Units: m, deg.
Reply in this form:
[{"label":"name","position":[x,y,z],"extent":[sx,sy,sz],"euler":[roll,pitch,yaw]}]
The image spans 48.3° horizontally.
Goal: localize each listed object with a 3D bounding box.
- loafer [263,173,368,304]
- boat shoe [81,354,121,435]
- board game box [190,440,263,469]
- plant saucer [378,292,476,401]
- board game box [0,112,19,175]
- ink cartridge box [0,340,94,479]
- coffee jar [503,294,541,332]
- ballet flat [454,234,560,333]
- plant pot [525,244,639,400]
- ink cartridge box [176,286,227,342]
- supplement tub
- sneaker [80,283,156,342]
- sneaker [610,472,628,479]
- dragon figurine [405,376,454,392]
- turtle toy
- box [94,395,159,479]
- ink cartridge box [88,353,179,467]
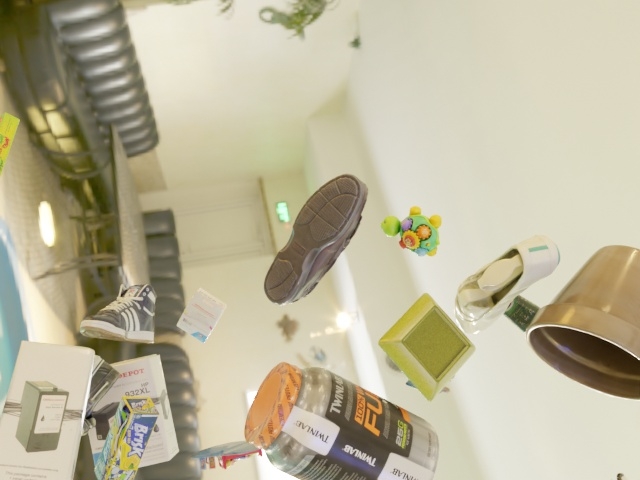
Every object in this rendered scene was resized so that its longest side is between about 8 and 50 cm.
[{"label":"loafer","position":[0.000,0.000,1.401],"extent":[0.109,0.095,0.302],"euler":[46,-70,30]},{"label":"boat shoe","position":[-0.666,0.478,1.940],"extent":[0.335,0.119,0.121],"euler":[-58,-177,-2]},{"label":"board game box","position":[-0.160,0.411,1.364],"extent":[0.133,0.169,0.033],"euler":[5,74,-66]},{"label":"plant saucer","position":[0.261,0.243,1.668],"extent":[0.188,0.188,0.045],"euler":[48,-25,-1]},{"label":"board game box","position":[-0.868,-0.243,1.902],"extent":[0.043,0.092,0.181],"euler":[30,62,-45]},{"label":"ink cartridge box","position":[-0.452,0.338,1.145],"extent":[0.211,0.122,0.289],"euler":[117,-22,-46]},{"label":"coffee jar","position":[0.612,0.205,2.295],"extent":[0.096,0.184,0.079],"euler":[-55,169,16]},{"label":"ballet flat","position":[0.419,0.113,1.770],"extent":[0.400,0.139,0.139],"euler":[-52,-137,48]},{"label":"plant pot","position":[0.689,0.173,1.686],"extent":[0.280,0.323,0.323],"euler":[-59,172,-20]},{"label":"ink cartridge box","position":[-0.357,0.219,2.189],"extent":[0.181,0.104,0.061],"euler":[-56,-178,38]},{"label":"supplement tub","position":[0.036,0.351,1.274],"extent":[0.193,0.316,0.193],"euler":[-53,-162,25]},{"label":"sneaker","position":[-0.506,0.175,1.809],"extent":[0.282,0.099,0.153],"euler":[39,53,-70]},{"label":"sneaker","position":[0.589,0.570,1.250],"extent":[0.257,0.169,0.447],"euler":[44,0,3]},{"label":"dragon figurine","position":[0.317,0.414,2.249],"extent":[0.144,0.289,0.085],"euler":[132,-32,-51]},{"label":"turtle toy","position":[0.185,-0.016,1.448],"extent":[0.130,0.066,0.095],"euler":[26,-50,32]},{"label":"box","position":[-0.355,0.369,1.307],"extent":[0.054,0.059,0.168],"euler":[40,-68,47]},{"label":"ink cartridge box","position":[-0.571,0.515,2.128],"extent":[0.129,0.223,0.307],"euler":[83,-6,-85]}]
